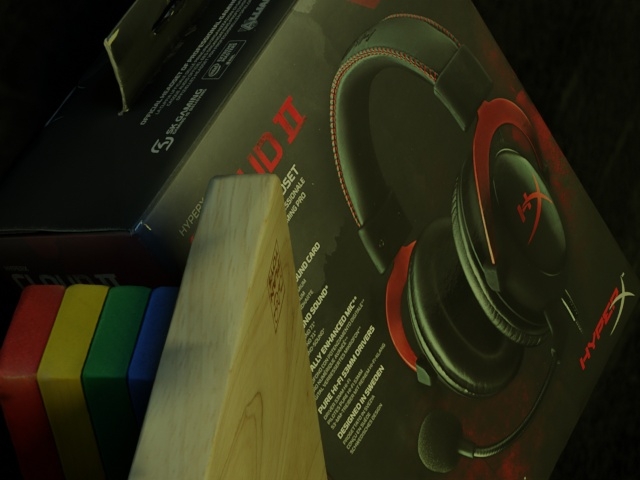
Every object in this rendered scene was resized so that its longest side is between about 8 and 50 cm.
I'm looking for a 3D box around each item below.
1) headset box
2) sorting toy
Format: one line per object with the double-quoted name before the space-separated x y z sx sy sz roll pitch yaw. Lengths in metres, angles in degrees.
"headset box" 0.000 0.000 0.806 0.293 0.110 0.218 55 52 -31
"sorting toy" -0.060 0.154 0.620 0.257 0.089 0.255 -79 166 -48
